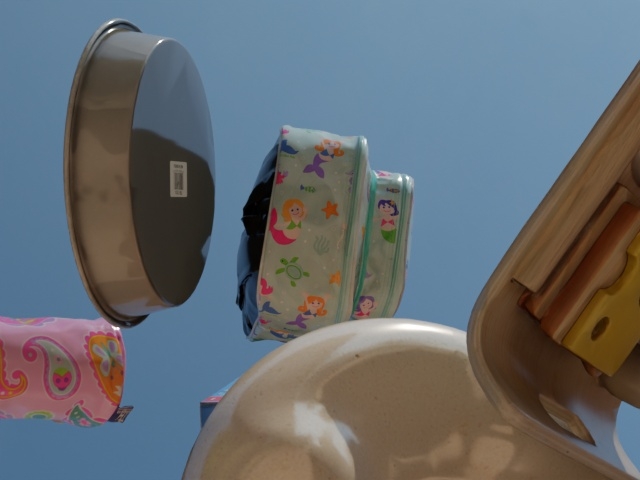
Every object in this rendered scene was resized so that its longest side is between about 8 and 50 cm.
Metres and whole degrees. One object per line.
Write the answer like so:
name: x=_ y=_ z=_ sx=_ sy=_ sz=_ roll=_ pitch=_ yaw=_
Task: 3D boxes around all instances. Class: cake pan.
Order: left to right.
cake pan: x=-0.160 y=-0.062 z=1.110 sx=0.054 sy=0.293 sz=0.293 roll=0 pitch=-70 yaw=12

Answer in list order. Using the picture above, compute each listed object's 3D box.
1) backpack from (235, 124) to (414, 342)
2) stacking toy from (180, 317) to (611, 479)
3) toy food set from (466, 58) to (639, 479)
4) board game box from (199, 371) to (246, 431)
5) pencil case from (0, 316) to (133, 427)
backpack: x=0.000 y=0.000 z=1.237 sx=0.191 sy=0.253 sz=0.225 roll=8 pitch=-107 yaw=3
stacking toy: x=-0.012 y=0.302 z=0.846 sx=0.350 sy=0.350 sz=0.480 roll=15 pitch=-37 yaw=-23
toy food set: x=0.228 y=-0.003 z=0.664 sx=0.306 sy=0.092 sz=0.220 roll=-56 pitch=-39 yaw=3
board game box: x=-0.064 y=0.326 z=1.477 sx=0.086 sy=0.302 sz=0.308 roll=-3 pitch=-87 yaw=10
pencil case: x=-0.329 y=0.124 z=1.139 sx=0.284 sy=0.124 sz=0.124 roll=9 pitch=-76 yaw=-34
